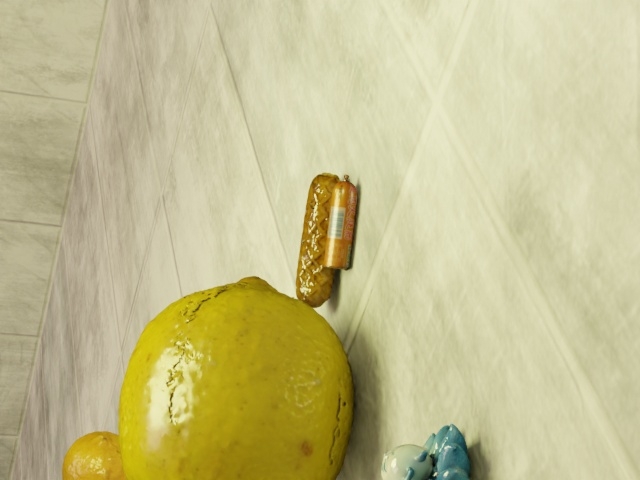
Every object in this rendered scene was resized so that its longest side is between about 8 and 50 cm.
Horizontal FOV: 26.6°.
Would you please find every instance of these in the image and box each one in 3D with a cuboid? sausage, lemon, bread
[{"bbox_3d":[0.024,-0.021,1.516,0.031,0.031,0.107,-169,87,-71],"label":"sausage"},{"bbox_3d":[-0.395,0.429,2.442,0.142,0.142,0.187,-126,35,-64],"label":"lemon"},{"bbox_3d":[-0.094,0.190,1.439,0.258,0.257,0.310,133,154,-60],"label":"lemon"},{"bbox_3d":[0.000,0.000,1.553,0.052,0.044,0.157,-167,84,-87],"label":"bread"}]

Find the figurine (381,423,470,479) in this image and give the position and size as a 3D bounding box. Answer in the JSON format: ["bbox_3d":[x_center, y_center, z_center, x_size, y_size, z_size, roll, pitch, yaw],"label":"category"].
[{"bbox_3d":[0.091,0.205,1.164,0.114,0.079,0.114,-43,-3,-3],"label":"figurine"}]
